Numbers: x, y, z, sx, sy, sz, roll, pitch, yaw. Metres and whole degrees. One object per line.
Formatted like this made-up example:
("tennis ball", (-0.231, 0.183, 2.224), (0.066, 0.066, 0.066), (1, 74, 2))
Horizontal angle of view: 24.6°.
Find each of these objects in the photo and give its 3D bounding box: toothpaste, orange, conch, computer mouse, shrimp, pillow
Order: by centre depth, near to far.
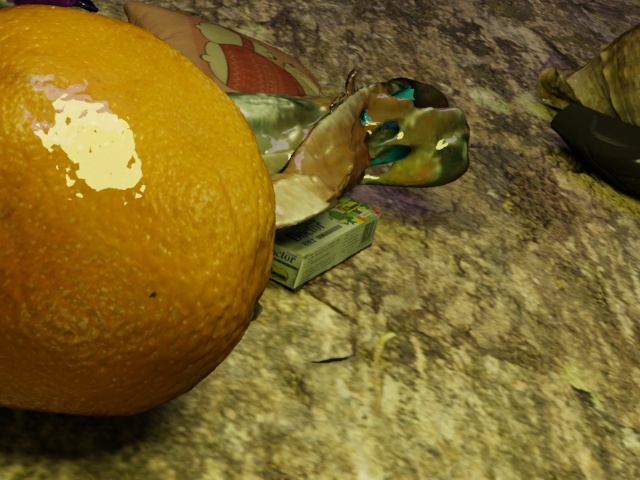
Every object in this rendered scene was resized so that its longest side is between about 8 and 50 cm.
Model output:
("orange", (-0.152, -0.014, 0.895), (0.264, 0.264, 0.264), (18, 23, -8))
("shrimp", (-0.045, -0.066, 1.225), (0.445, 0.110, 0.221), (-14, 31, -37))
("toothpaste", (0.000, 0.000, 1.253), (0.046, 0.034, 0.164), (25, 23, 18))
("pillow", (-0.080, -0.140, 1.421), (0.223, 0.084, 0.236), (18, 26, -24))
("computer mouse", (0.361, -0.094, 1.703), (0.122, 0.073, 0.217), (25, 5, -41))
("conch", (0.421, -0.200, 1.833), (0.291, 0.159, 0.210), (26, 14, 37))

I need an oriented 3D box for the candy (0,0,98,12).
("candy", (-0.370, -0.274, 1.505), (0.275, 0.070, 0.145), (6, 19, -26))
